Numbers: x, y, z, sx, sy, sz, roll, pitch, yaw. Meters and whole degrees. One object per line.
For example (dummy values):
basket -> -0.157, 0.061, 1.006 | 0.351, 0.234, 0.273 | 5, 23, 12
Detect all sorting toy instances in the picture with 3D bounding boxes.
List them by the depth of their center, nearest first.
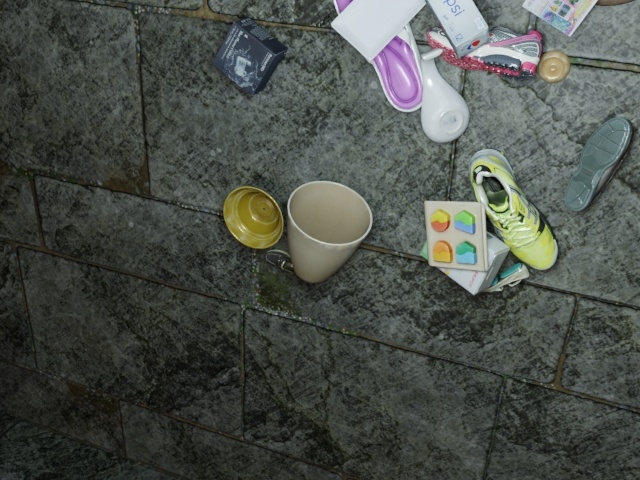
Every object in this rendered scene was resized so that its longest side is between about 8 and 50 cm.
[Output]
sorting toy -> 0.372, -0.013, 1.944 | 0.208, 0.038, 0.193 | 6, 107, 46

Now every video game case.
video game case -> 0.584, -0.587, 1.676 | 0.143, 0.019, 0.157 | 35, 147, 5

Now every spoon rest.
spoon rest -> 0.322, -0.388, 1.872 | 0.137, 0.084, 0.276 | -22, 123, 0

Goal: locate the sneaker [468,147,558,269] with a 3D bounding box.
sneaker -> 0.518, -0.066, 1.925 | 0.145, 0.147, 0.385 | -32, 100, 31

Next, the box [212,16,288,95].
box -> -0.208, -0.541, 2.049 | 0.158, 0.093, 0.156 | 38, 124, 1

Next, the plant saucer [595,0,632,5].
plant saucer -> 0.675, -0.696, 1.598 | 0.310, 0.050, 0.311 | 11, 120, 20

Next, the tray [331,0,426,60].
tray -> 0.170, -0.604, 1.809 | 0.145, 0.030, 0.270 | 44, 90, 6

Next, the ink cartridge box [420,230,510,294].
ink cartridge box -> 0.414, 0.031, 2.012 | 0.212, 0.093, 0.154 | 40, 128, 31

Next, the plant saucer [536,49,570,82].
plant saucer -> 0.594, -0.442, 1.780 | 0.083, 0.015, 0.083 | 10, 118, 19

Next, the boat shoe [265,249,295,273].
boat shoe -> -0.120, 0.073, 2.342 | 0.152, 0.049, 0.056 | 16, 121, 17

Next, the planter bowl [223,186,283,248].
planter bowl -> -0.200, -0.089, 2.273 | 0.217, 0.090, 0.217 | 11, 118, 20

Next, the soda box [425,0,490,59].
soda box -> 0.308, -0.597, 1.714 | 0.091, 0.098, 0.286 | -29, 77, 13

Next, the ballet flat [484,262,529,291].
ballet flat -> 0.540, 0.123, 2.066 | 0.168, 0.057, 0.052 | -30, 110, 33

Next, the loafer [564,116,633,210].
loafer -> 0.729, -0.199, 1.817 | 0.096, 0.084, 0.268 | 46, 127, 36

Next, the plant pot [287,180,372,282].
plant pot -> 0.000, 0.000, 2.158 | 0.256, 0.256, 0.274 | 29, 139, 9

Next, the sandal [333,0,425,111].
sandal -> 0.167, -0.536, 1.875 | 0.169, 0.102, 0.416 | -28, 101, 32

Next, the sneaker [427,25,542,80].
sneaker -> 0.417, -0.498, 1.788 | 0.299, 0.121, 0.112 | 20, 89, 21
